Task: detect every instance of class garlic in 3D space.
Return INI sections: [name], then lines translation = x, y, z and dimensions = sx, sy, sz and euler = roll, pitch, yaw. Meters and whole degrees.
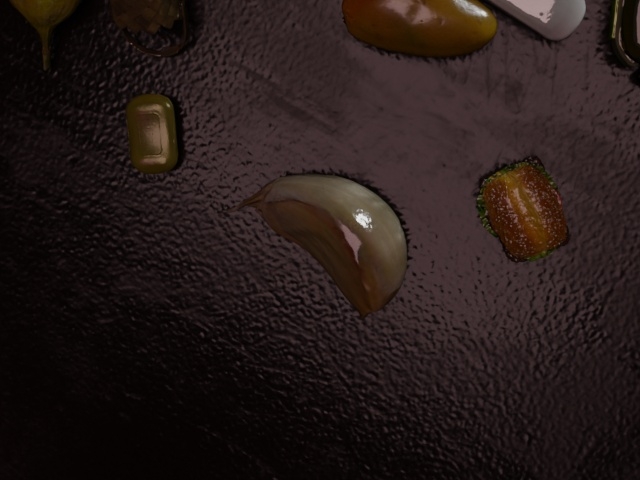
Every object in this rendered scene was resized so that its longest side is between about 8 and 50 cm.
[garlic]
translation = -0.002, -0.017, 1.434
dimensions = 0.338, 0.151, 0.196
euler = 36, 114, 3

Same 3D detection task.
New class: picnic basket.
[picnic basket]
translation = -0.284, -0.390, 1.426
dimensions = 0.128, 0.138, 0.179
euler = 7, 138, 14

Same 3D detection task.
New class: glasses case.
[glasses case]
translation = 0.316, -0.408, 1.368
dimensions = 0.233, 0.059, 0.092
euler = 32, 99, 3

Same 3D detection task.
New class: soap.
[soap]
translation = -0.295, -0.187, 1.491
dimensions = 0.088, 0.045, 0.140
euler = -2, 99, 11

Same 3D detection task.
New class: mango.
[mango]
translation = 0.160, -0.368, 1.368
dimensions = 0.253, 0.113, 0.139
euler = 12, 100, 4

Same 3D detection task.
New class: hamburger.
[hamburger]
translation = 0.335, -0.044, 1.403
dimensions = 0.137, 0.087, 0.166
euler = -23, 95, 11

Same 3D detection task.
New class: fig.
[fig]
translation = -0.474, -0.412, 1.451
dimensions = 0.159, 0.159, 0.257
euler = 10, 120, 6

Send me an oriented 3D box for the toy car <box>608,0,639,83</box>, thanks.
[toy car]
translation = 0.577, -0.331, 1.272
dimensions = 0.247, 0.198, 0.204
euler = 5, 98, 6
